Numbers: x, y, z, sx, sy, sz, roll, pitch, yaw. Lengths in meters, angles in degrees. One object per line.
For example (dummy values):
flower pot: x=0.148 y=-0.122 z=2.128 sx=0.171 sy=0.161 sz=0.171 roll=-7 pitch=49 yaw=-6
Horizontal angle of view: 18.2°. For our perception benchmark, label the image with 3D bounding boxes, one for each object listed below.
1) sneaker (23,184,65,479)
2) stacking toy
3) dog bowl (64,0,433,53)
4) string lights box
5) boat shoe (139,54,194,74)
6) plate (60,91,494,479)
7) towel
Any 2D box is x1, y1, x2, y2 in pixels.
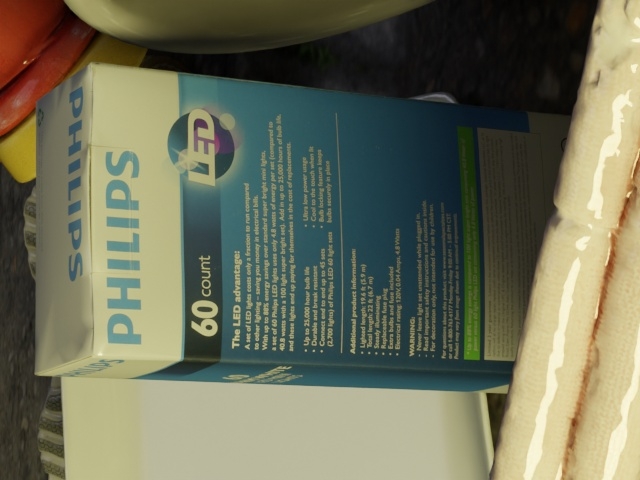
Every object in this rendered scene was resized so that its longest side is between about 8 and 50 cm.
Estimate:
sneaker: x=-0.129 y=0.079 z=1.394 sx=0.105 sy=0.115 sz=0.281 roll=5 pitch=107 yaw=24
stacking toy: x=-0.187 y=-0.175 z=1.332 sx=0.279 sy=0.130 sz=0.309 roll=-54 pitch=18 yaw=-19
dog bowl: x=0.015 y=-0.200 z=0.876 sx=0.349 sy=0.349 sz=0.102 roll=-44 pitch=62 yaw=53
string lights box: x=0.000 y=0.000 z=0.943 sx=0.077 sy=0.259 sz=0.133 roll=-21 pitch=68 yaw=61
boat shoe: x=-0.073 y=0.020 z=1.260 sx=0.110 sy=0.121 sz=0.341 roll=-33 pitch=57 yaw=39
plate: x=-0.024 y=0.081 z=1.108 sx=0.278 sy=0.045 sz=0.277 roll=-14 pitch=72 yaw=28
towel: x=0.126 y=0.009 z=0.713 sx=0.332 sy=0.053 sz=0.317 roll=-37 pitch=-40 yaw=-68
